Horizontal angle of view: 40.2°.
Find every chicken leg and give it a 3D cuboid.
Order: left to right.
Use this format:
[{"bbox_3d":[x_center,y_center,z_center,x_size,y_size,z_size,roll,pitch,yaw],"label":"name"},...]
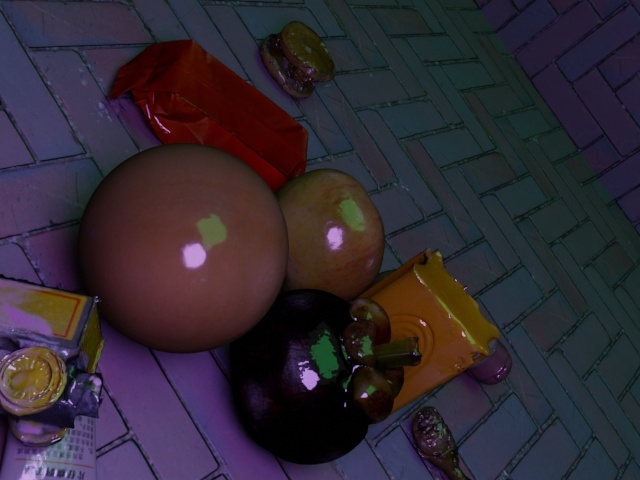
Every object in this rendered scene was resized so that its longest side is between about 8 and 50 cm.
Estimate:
[{"bbox_3d":[0.234,0.410,1.647,0.198,0.069,0.085,60,10,0],"label":"chicken leg"}]

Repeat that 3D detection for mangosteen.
[{"bbox_3d":[0.012,0.200,1.351,0.275,0.302,0.275,-16,90,-74],"label":"mangosteen"}]

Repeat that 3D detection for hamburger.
[{"bbox_3d":[-0.050,-0.411,2.032,0.185,0.113,0.177,42,28,-29],"label":"hamburger"}]

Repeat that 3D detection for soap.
[{"bbox_3d":[0.125,0.178,1.489,0.204,0.324,0.096,50,34,0],"label":"soap"}]

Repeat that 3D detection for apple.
[{"bbox_3d":[0.000,0.000,1.561,0.194,0.261,0.261,-23,74,-19],"label":"apple"}]

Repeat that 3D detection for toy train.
[{"bbox_3d":[-0.375,0.133,1.032,0.261,0.134,0.177,13,58,-2],"label":"toy train"}]

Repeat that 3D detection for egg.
[{"bbox_3d":[-0.193,0.010,1.251,0.301,0.301,0.374,45,-7,-10],"label":"egg"}]

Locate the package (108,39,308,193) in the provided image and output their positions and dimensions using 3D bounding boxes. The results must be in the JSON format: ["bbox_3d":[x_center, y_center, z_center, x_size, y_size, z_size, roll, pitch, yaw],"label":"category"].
[{"bbox_3d":[-0.188,-0.220,1.668,0.423,0.123,0.196,36,35,-25],"label":"package"}]

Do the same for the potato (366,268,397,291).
[{"bbox_3d":[0.162,0.159,1.652,0.262,0.165,0.165,55,20,-51],"label":"potato"}]

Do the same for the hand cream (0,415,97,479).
[{"bbox_3d":[-0.333,0.221,1.117,0.139,0.089,0.314,19,48,-30],"label":"hand cream"}]

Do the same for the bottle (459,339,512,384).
[{"bbox_3d":[0.305,0.204,1.867,0.253,0.120,0.120,46,34,-12],"label":"bottle"}]
